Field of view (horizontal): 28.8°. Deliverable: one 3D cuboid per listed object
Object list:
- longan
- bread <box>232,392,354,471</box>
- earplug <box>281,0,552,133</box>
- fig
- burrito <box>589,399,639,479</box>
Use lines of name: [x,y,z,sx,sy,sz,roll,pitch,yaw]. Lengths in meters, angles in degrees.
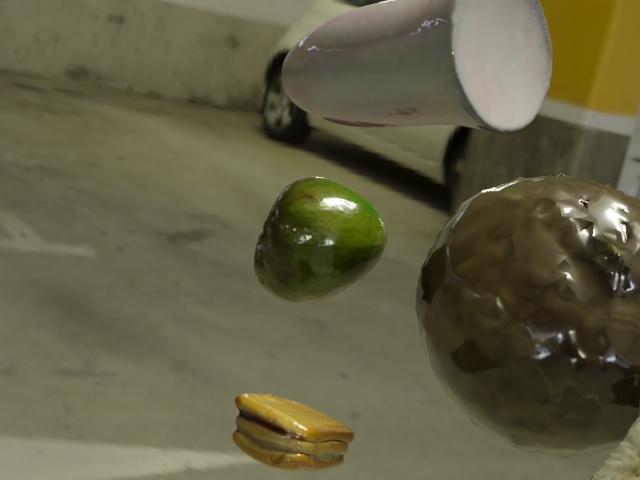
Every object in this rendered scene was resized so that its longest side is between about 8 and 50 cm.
longan: [0.320,0.092,1.664,0.391,0.391,0.391,12,11,-2]
bread: [-0.036,0.243,1.565,0.116,0.077,0.200,17,-3,21]
earplug: [0.078,-0.193,1.358,0.301,0.172,0.172,0,-1,44]
fig: [0.000,0.000,1.769,0.191,0.181,0.181,-2,15,-16]
burrito: [0.212,0.235,0.887,0.107,0.175,0.347,18,56,38]
